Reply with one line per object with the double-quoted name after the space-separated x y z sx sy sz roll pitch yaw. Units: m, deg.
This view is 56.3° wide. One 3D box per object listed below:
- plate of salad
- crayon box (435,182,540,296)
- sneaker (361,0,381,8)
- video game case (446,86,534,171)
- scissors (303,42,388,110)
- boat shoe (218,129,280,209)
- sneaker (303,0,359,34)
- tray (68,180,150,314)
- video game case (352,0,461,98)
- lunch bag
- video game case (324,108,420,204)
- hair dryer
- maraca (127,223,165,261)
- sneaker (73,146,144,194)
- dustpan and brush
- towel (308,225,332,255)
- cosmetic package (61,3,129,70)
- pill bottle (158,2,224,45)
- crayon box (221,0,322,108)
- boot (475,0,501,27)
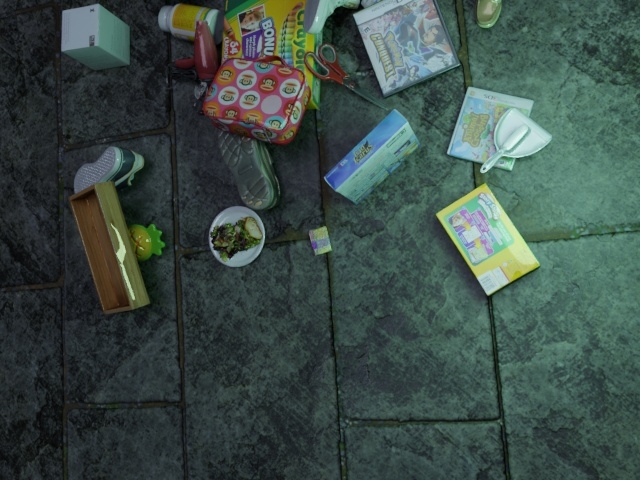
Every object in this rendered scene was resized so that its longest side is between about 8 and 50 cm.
-0.276 -0.014 1.937 0.199 0.048 0.200 -2 85 17 "plate of salad"
0.469 -0.002 1.688 0.165 0.081 0.278 -33 76 11 "crayon box"
0.201 -0.788 1.859 0.190 0.071 0.083 -44 68 8 "sneaker"
0.493 -0.327 1.744 0.193 0.023 0.212 18 90 18 "video game case"
0.074 -0.479 1.838 0.109 0.021 0.297 -43 94 -13 "scissors"
-0.224 -0.253 1.904 0.132 0.130 0.356 -21 77 19 "boat shoe"
0.051 -0.738 1.835 0.108 0.169 0.293 -11 63 57 "sneaker"
-0.694 0.029 1.964 0.202 0.076 0.411 -13 95 44 "tray"
0.258 -0.607 1.810 0.248 0.035 0.275 -21 91 14 "video game case"
-0.183 -0.440 1.798 0.293 0.120 0.258 17 77 16 "lunch bag"
0.155 -0.231 1.723 0.269 0.244 0.061 -43 73 9 "video game case"
-0.426 -0.585 1.973 0.223 0.080 0.294 41 121 15 "hair dryer"
-0.600 0.006 2.003 0.185 0.099 0.127 -9 101 25 "maraca"
-0.731 -0.221 2.069 0.321 0.127 0.126 -20 75 40 "sneaker"
0.526 -0.264 1.682 0.147 0.060 0.211 45 97 16 "dustpan and brush"
0.000 0.000 1.870 0.060 0.009 0.083 -17 80 14 "towel"
-0.781 -0.705 2.091 0.151 0.183 0.151 -4 83 17 "cosmetic package"
-0.437 -0.734 2.024 0.208 0.117 0.118 16 89 18 "pill bottle"
-0.156 -0.606 1.929 0.313 0.106 0.363 0 85 17 "crayon box"
0.486 -0.740 1.713 0.077 0.165 0.213 13 87 19 "boot"
